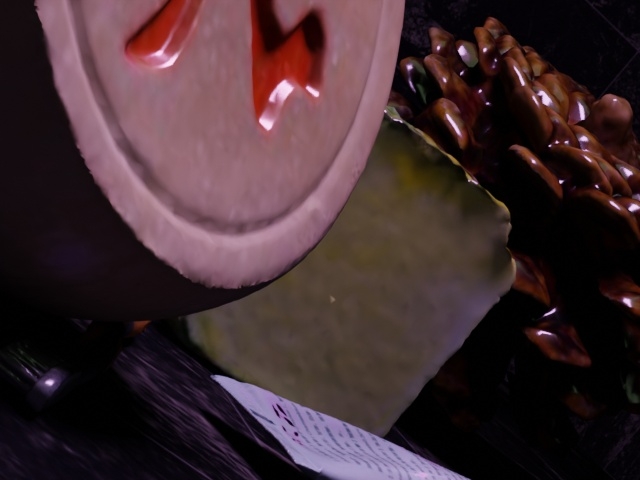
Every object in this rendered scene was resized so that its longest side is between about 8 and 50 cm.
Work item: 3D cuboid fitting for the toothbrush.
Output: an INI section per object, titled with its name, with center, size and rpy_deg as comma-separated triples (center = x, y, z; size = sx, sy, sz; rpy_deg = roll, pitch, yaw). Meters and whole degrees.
[toothbrush]
center = -0.103, 0.047, 0.825
size = 0.031, 0.023, 0.321
rpy_deg = 43, 3, 1

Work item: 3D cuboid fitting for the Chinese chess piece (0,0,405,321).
[Chinese chess piece]
center = -0.085, -0.134, 0.763
size = 0.140, 0.338, 0.338
rpy_deg = 2, -18, 29

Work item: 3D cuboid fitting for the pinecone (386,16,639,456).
[pinecone]
center = 0.176, 0.016, 1.614
size = 0.398, 0.398, 0.398
rpy_deg = 40, 3, -2

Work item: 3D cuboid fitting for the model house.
[model house]
center = 0.000, 0.000, 1.164
size = 0.170, 0.194, 0.211
rpy_deg = 37, 5, -17

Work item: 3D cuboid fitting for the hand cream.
[hand cream]
center = 0.065, 0.151, 1.023
size = 0.331, 0.058, 0.085
rpy_deg = 37, 6, -45
